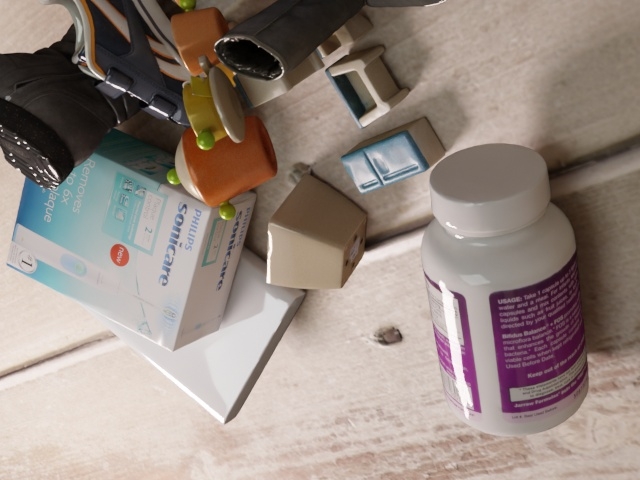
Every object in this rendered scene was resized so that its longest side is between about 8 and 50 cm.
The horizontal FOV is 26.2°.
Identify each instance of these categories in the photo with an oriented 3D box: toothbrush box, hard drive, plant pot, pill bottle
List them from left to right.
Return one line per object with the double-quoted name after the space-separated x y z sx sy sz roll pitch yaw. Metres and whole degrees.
-0.260 -0.013 1.876 0.295 0.126 0.216 25 111 20 "toothbrush box"
-0.211 0.065 1.965 0.353 0.047 0.233 37 115 17 "hard drive"
0.000 0.000 1.728 0.096 0.109 0.109 20 134 16 "plant pot"
0.201 0.052 1.513 0.169 0.169 0.302 16 131 36 "pill bottle"

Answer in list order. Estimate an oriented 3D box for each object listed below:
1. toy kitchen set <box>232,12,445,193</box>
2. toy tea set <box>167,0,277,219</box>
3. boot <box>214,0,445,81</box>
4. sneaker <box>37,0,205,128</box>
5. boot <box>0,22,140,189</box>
0.007 -0.132 1.554 0.122 0.166 0.207 -19 106 50 "toy kitchen set"
-0.148 -0.191 1.596 0.124 0.336 0.200 -18 142 10 "toy tea set"
0.018 -0.236 1.422 0.189 0.208 0.076 4 121 43 "boot"
-0.226 -0.218 1.719 0.321 0.127 0.126 53 166 -11 "sneaker"
-0.390 -0.229 1.833 0.338 0.223 0.118 38 152 11 "boot"
